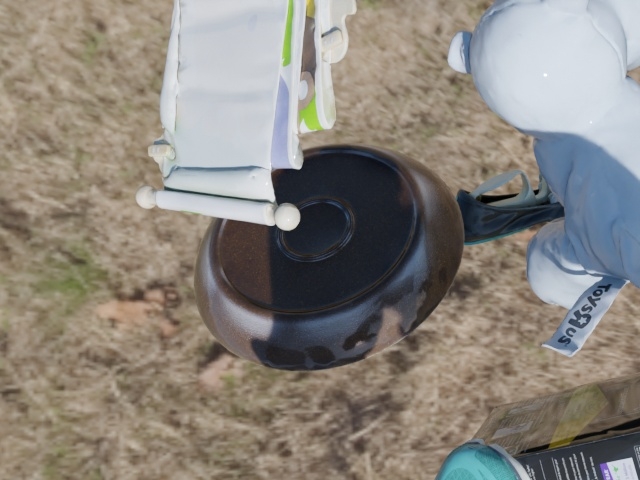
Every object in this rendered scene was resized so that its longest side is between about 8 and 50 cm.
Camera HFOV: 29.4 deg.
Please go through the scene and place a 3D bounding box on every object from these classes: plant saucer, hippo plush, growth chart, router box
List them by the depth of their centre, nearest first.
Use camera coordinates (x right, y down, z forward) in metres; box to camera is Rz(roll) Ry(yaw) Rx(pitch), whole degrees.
[{"bbox_3d":[-0.042,-0.121,0.731,0.172,0.021,0.237,17,99,43],"label":"growth chart"},{"bbox_3d":[0.196,-0.081,0.947,0.237,0.294,0.234,53,144,-1],"label":"hippo plush"},{"bbox_3d":[0.288,0.220,1.307,0.242,0.309,0.081,-16,90,19],"label":"router box"},{"bbox_3d":[0.000,0.000,1.333,0.310,0.050,0.311,-10,50,13],"label":"plant saucer"}]

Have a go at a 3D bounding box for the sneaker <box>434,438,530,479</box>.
[{"bbox_3d":[0.070,0.269,0.832,0.107,0.110,0.275,22,92,44],"label":"sneaker"}]

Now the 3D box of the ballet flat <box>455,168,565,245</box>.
[{"bbox_3d":[0.322,-0.061,1.813,0.095,0.280,0.096,-142,45,-62],"label":"ballet flat"}]
